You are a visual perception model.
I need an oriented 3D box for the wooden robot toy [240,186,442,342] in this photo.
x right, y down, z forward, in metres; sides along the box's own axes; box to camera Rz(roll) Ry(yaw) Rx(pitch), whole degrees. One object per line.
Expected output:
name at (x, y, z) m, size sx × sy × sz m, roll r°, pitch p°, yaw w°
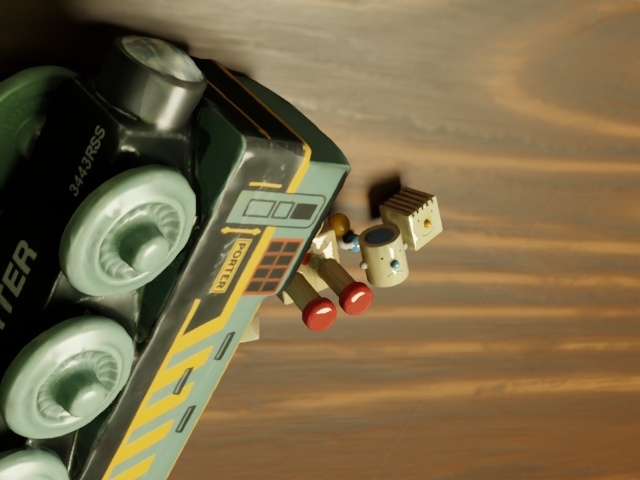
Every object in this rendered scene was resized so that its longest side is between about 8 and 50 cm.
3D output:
wooden robot toy at (0.000, 0.000, 0.949) m, size 0.173 × 0.076 × 0.079 m, roll -24°, pitch 123°, yaw -19°

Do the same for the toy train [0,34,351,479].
toy train at (-0.120, 0.043, 0.854) m, size 0.190 × 0.142 × 0.334 m, roll 3°, pitch 122°, yaw -48°
